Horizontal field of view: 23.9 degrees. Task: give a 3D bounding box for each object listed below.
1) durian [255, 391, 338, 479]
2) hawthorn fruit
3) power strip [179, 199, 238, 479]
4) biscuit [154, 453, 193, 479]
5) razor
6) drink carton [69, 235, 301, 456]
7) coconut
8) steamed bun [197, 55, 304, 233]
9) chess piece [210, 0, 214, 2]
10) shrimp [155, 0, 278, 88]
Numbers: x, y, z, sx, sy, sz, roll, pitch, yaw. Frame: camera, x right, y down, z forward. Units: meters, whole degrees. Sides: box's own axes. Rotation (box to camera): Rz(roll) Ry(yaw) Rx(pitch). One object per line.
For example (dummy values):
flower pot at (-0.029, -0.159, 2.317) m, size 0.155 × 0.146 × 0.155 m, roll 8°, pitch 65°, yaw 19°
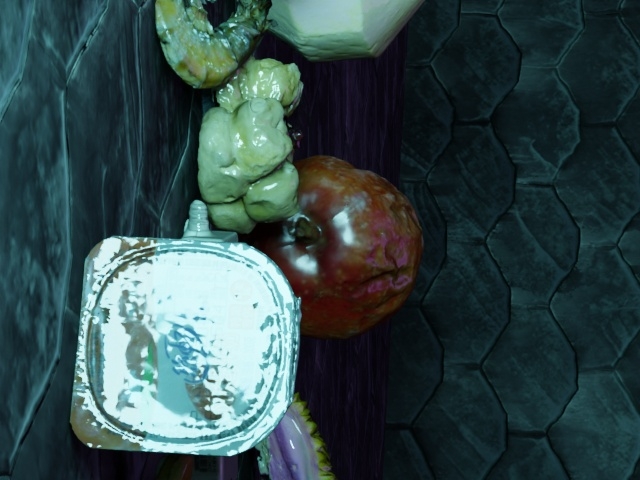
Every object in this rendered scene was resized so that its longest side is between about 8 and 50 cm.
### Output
durian at (-0.017, 0.339, 1.992) m, size 0.191 × 0.112 × 0.341 m, roll 80°, pitch -9°, yaw -59°
hawthorn fruit at (0.000, 0.000, 1.877) m, size 0.272 × 0.242 × 0.241 m, roll 32°, pitch 59°, yaw -69°
power strip at (-0.124, 0.124, 1.640) m, size 0.098 × 0.058 × 0.338 m, roll -34°, pitch 125°, yaw -79°
biscuit at (-0.173, 0.295, 1.360) m, size 0.240 × 0.035 × 0.158 m, roll -57°, pitch 162°, yaw -61°
razor at (-0.126, -0.176, 1.668) m, size 0.190 × 0.033 × 0.066 m, roll 82°, pitch 13°, yaw -50°
drink carton at (-0.110, 0.114, 1.355) m, size 0.189 × 0.191 × 0.185 m, roll 85°, pitch 6°, yaw -72°
coconut at (0.022, -0.346, 1.915) m, size 0.259 × 0.259 × 0.259 m, roll 1°, pitch 90°, yaw -81°
steamed bun at (-0.068, -0.099, 1.674) m, size 0.177 × 0.106 × 0.192 m, roll -77°, pitch 172°, yaw -46°
chess piece at (-0.120, -0.307, 1.678) m, size 0.042 × 0.042 × 0.093 m, roll -77°, pitch 170°, yaw -54°
shrimp at (-0.113, -0.247, 1.585) m, size 0.217 × 0.051 × 0.150 m, roll -48°, pitch 119°, yaw -55°
